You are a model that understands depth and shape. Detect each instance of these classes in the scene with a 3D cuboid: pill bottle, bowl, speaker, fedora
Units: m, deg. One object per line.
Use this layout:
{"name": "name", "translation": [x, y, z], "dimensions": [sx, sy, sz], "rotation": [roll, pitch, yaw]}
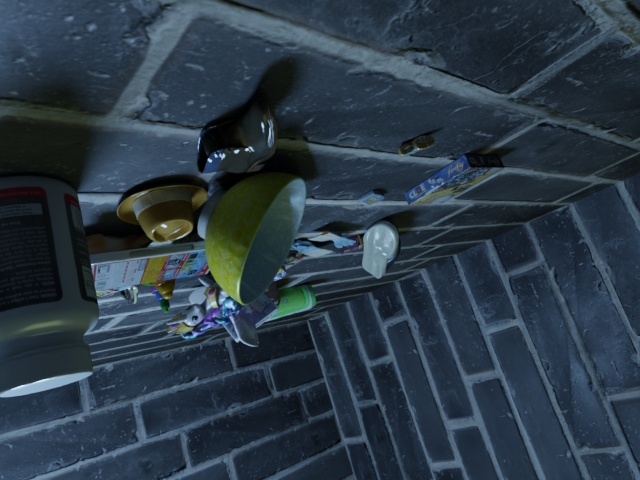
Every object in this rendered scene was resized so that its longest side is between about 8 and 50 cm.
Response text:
{"name": "pill bottle", "translation": [-0.458, 0.072, 0.799], "dimensions": [0.177, 0.318, 0.176], "rotation": [-16, 165, -4]}
{"name": "bowl", "translation": [-0.162, -0.027, 1.056], "dimensions": [0.156, 0.289, 0.289], "rotation": [24, 171, 11]}
{"name": "speaker", "translation": [-0.177, 0.303, 2.427], "dimensions": [0.297, 0.131, 0.131], "rotation": [-14, 166, -16]}
{"name": "fedora", "translation": [-0.312, -0.047, 1.016], "dimensions": [0.195, 0.079, 0.194], "rotation": [-16, 167, -4]}

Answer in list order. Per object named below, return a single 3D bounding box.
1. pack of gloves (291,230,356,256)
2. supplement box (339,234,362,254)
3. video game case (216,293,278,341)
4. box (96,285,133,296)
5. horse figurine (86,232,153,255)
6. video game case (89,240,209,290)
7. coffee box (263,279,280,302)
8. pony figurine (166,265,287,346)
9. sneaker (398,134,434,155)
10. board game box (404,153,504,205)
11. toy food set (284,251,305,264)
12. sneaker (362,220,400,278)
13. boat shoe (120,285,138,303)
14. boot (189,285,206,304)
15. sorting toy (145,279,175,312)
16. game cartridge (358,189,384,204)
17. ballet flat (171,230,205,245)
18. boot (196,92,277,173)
{"name": "pack of gloves", "translation": [0.000, 0.000, 1.704], "dimensions": [0.195, 0.046, 0.232], "rotation": [-16, 163, 27]}
{"name": "supplement box", "translation": [0.110, 0.016, 1.856], "dimensions": [0.083, 0.043, 0.055], "rotation": [-18, 166, -2]}
{"name": "video game case", "translation": [-0.276, 0.250, 1.808], "dimensions": [0.183, 0.201, 0.023], "rotation": [-36, 135, -16]}
{"name": "box", "translation": [-0.587, 0.105, 1.347], "dimensions": [0.114, 0.036, 0.207], "rotation": [-18, 166, -2]}
{"name": "horse figurine", "translation": [-0.474, 0.024, 1.115], "dimensions": [0.263, 0.066, 0.174], "rotation": [-5, 161, -40]}
{"name": "video game case", "translation": [-0.380, 0.058, 1.153], "dimensions": [0.285, 0.025, 0.204], "rotation": [-8, 162, -29]}
{"name": "coffee box", "translation": [-0.258, 0.254, 2.201], "dimensions": [0.141, 0.098, 0.246], "rotation": [-15, 166, -12]}
{"name": "pony figurine", "translation": [-0.274, 0.163, 1.566], "dimensions": [0.363, 0.302, 0.351], "rotation": [-43, 161, 10]}
{"name": "sneaker", "translation": [0.217, -0.216, 1.140], "dimensions": [0.083, 0.031, 0.037], "rotation": [-16, 180, 12]}
{"name": "board game box", "translation": [0.389, -0.175, 1.471], "dimensions": [0.165, 0.042, 0.243], "rotation": [-7, 162, -39]}
{"name": "toy food set", "translation": [-0.077, 0.052, 1.821], "dimensions": [0.122, 0.019, 0.078], "rotation": [-35, 159, 30]}
{"name": "sneaker", "translation": [0.245, 0.003, 1.866], "dimensions": [0.148, 0.131, 0.350], "rotation": [-45, 165, -24]}
{"name": "boat shoe", "translation": [-0.581, 0.153, 1.518], "dimensions": [0.049, 0.056, 0.152], "rotation": [-6, 153, -25]}
{"name": "boot", "translation": [-0.388, 0.193, 1.861], "dimensions": [0.190, 0.069, 0.086], "rotation": [-20, 170, -8]}
{"name": "sorting toy", "translation": [-0.458, 0.139, 1.460], "dimensions": [0.127, 0.126, 0.365], "rotation": [-13, 164, -21]}
{"name": "game cartridge", "translation": [0.150, -0.123, 1.431], "dimensions": [0.056, 0.017, 0.083], "rotation": [-28, 163, 23]}
{"name": "ballet flat", "translation": [-0.282, 0.005, 1.262], "dimensions": [0.241, 0.077, 0.091], "rotation": [-24, 166, 25]}
{"name": "boot", "translation": [-0.138, -0.158, 0.806], "dimensions": [0.106, 0.082, 0.219], "rotation": [-15, 168, -21]}
